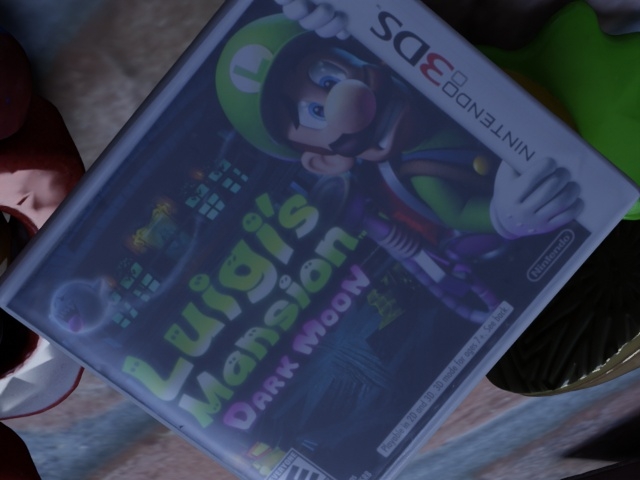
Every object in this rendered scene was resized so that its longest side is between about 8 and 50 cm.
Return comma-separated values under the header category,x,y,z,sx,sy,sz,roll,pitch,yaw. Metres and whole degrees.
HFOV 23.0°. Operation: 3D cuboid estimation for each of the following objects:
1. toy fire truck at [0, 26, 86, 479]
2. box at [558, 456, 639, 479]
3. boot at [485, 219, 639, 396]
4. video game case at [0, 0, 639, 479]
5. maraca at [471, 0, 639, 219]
category,x,y,z,sx,sy,sz,roll,pitch,yaw
toy fire truck,-0.216,0.021,0.623,0.302,0.169,0.254,-6,140,-33
box,0.348,0.186,1.021,0.191,0.143,0.381,4,159,-28
boot,0.252,0.037,0.848,0.270,0.089,0.236,14,147,-37
video game case,0.000,0.000,0.606,0.173,0.022,0.190,38,98,-15
maraca,0.066,-0.029,0.671,0.186,0.099,0.127,-24,119,3
